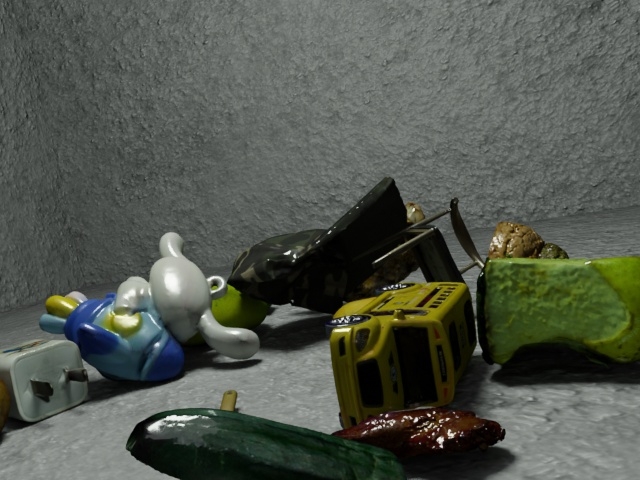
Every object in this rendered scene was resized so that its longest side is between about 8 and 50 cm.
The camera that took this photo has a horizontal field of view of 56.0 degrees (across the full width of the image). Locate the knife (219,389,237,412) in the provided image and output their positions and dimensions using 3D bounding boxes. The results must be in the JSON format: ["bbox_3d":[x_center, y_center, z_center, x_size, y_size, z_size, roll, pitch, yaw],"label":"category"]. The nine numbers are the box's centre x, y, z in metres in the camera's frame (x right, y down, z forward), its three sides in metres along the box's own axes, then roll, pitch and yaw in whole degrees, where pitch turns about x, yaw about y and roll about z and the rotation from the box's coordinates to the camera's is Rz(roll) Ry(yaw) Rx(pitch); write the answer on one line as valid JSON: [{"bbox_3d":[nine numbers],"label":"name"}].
[{"bbox_3d":[-0.140,0.261,0.810,0.046,0.022,0.256,-2,9,-3],"label":"knife"}]

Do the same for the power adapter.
[{"bbox_3d":[-0.500,0.251,1.087,0.205,0.125,0.130,-7,5,40],"label":"power adapter"}]

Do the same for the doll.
[{"bbox_3d":[-0.357,0.167,1.227,0.366,0.187,0.376,-25,31,-22],"label":"doll"}]

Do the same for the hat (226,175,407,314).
[{"bbox_3d":[0.000,0.000,1.350,0.257,0.381,0.366,26,-12,25],"label":"hat"}]

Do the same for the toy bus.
[{"bbox_3d":[0.126,0.146,0.850,0.151,0.145,0.331,-7,5,24],"label":"toy bus"}]

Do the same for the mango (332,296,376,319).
[{"bbox_3d":[0.090,0.156,1.131,0.137,0.098,0.195,-14,-2,-11],"label":"mango"}]

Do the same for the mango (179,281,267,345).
[{"bbox_3d":[-0.262,0.168,1.417,0.273,0.149,0.185,-7,-2,-7],"label":"mango"}]

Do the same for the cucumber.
[{"bbox_3d":[-0.047,0.194,0.540,0.244,0.063,0.115,17,-9,-14],"label":"cucumber"}]

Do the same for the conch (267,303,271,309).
[{"bbox_3d":[-0.180,0.167,1.691,0.095,0.079,0.201,-28,-4,-30],"label":"conch"}]

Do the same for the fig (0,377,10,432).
[{"bbox_3d":[-0.559,0.260,0.905,0.170,0.145,0.274,-14,-9,-31],"label":"fig"}]

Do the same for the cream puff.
[{"bbox_3d":[0.435,0.055,1.231,0.169,0.183,0.183,8,12,23],"label":"cream puff"}]

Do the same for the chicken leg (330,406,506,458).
[{"bbox_3d":[0.092,0.208,0.638,0.205,0.053,0.093,-10,-9,6],"label":"chicken leg"}]

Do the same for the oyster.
[{"bbox_3d":[0.098,0.064,1.491,0.396,0.204,0.111,-27,-4,11],"label":"oyster"}]

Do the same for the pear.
[{"bbox_3d":[0.373,0.097,0.874,0.256,0.163,0.238,-2,-2,24],"label":"pear"}]

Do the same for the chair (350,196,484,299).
[{"bbox_3d":[0.231,0.046,1.247,0.272,0.188,0.166,-29,9,-11],"label":"chair"}]
